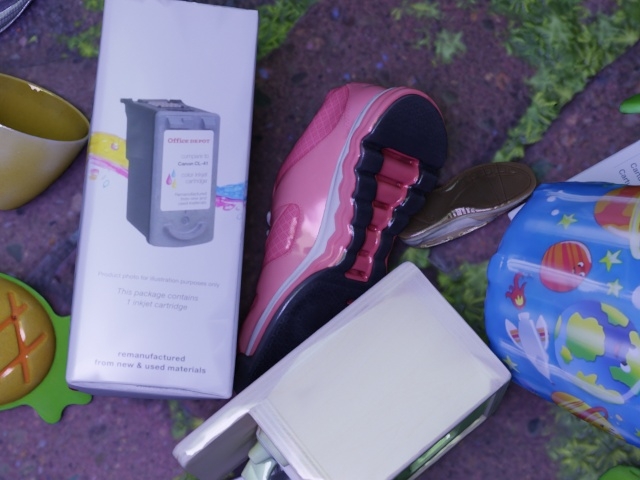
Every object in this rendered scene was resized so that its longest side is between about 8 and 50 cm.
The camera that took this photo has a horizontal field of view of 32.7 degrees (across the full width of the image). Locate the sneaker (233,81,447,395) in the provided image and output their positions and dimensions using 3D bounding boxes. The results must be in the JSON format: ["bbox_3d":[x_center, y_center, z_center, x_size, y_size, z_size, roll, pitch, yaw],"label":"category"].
[{"bbox_3d":[0.001,0.000,0.990,0.136,0.116,0.313,34,99,51],"label":"sneaker"}]

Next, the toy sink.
[{"bbox_3d":[0.023,0.153,0.867,0.234,0.153,0.131,-38,73,-9],"label":"toy sink"}]

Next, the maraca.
[{"bbox_3d":[-0.289,0.097,0.991,0.186,0.099,0.127,21,84,-18],"label":"maraca"}]

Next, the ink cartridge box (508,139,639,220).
[{"bbox_3d":[0.309,0.019,0.936,0.224,0.045,0.223,-31,72,15],"label":"ink cartridge box"}]

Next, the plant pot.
[{"bbox_3d":[-0.293,-0.085,1.015,0.134,0.134,0.095,31,111,9],"label":"plant pot"}]

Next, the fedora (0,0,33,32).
[{"bbox_3d":[-0.394,-0.308,1.053,0.276,0.124,0.243,-6,79,4],"label":"fedora"}]

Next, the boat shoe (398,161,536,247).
[{"bbox_3d":[0.132,-0.031,1.000,0.135,0.045,0.050,-19,63,7],"label":"boat shoe"}]

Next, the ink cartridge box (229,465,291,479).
[{"bbox_3d":[-0.032,0.245,0.960,0.135,0.056,0.099,-24,78,1],"label":"ink cartridge box"}]

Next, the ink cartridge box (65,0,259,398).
[{"bbox_3d":[-0.136,-0.021,0.921,0.131,0.226,0.306,5,80,-11],"label":"ink cartridge box"}]

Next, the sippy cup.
[{"bbox_3d":[0.253,0.055,0.814,0.224,0.240,0.305,16,84,39],"label":"sippy cup"}]
